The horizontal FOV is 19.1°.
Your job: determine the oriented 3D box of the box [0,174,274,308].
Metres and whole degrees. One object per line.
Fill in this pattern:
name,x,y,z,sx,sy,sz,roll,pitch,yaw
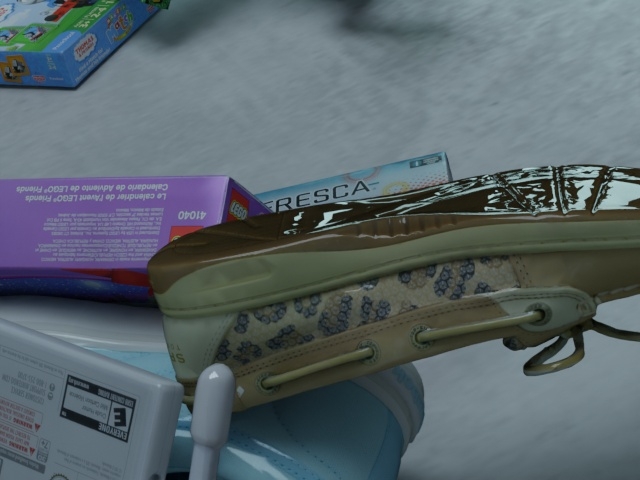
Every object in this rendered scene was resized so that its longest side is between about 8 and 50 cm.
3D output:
box,-0.139,0.024,1.116,0.293,0.201,0.057,0,70,26

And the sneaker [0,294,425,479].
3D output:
sneaker,-0.133,0.121,1.023,0.366,0.135,0.150,-7,39,27

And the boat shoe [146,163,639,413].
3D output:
boat shoe,0.062,0.023,0.919,0.285,0.089,0.104,-7,13,12

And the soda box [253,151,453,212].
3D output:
soda box,0.000,0.000,1.217,0.183,0.058,0.063,-12,31,7

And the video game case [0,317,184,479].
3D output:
video game case,-0.159,0.132,0.974,0.190,0.173,0.022,16,5,38

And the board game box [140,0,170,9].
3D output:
board game box,-0.132,-0.335,1.584,0.030,0.259,0.136,8,15,-33

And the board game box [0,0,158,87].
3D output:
board game box,-0.260,-0.191,1.670,0.211,0.039,0.160,4,37,32

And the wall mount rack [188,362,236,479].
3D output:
wall mount rack,-0.174,0.197,0.888,0.350,0.130,0.304,7,51,34
